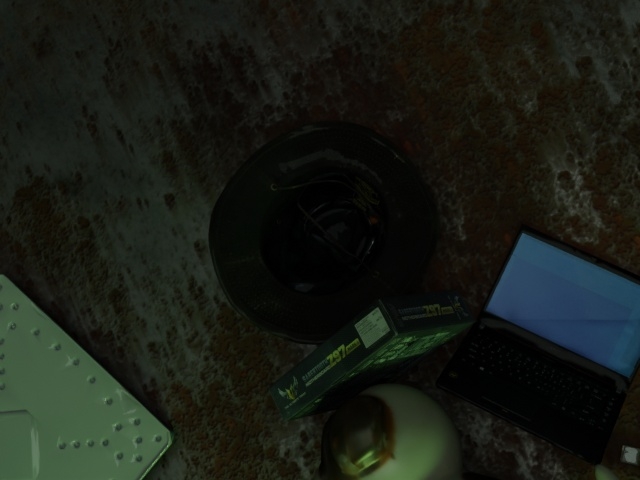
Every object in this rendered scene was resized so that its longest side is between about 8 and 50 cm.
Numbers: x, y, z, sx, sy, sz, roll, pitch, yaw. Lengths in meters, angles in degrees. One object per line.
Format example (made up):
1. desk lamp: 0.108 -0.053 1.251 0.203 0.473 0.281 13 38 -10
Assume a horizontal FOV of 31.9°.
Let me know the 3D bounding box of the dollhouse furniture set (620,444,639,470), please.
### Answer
1. dollhouse furniture set: 0.429 0.272 1.504 0.058 0.076 0.152 11 86 13

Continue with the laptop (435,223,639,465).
1. laptop: 0.320 0.133 1.515 0.234 0.264 0.136 25 125 15

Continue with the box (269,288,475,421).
1. box: 0.069 0.153 1.502 0.232 0.183 0.059 -41 66 34

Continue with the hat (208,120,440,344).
1. hat: 0.000 0.000 1.607 0.331 0.134 0.331 1 73 -4

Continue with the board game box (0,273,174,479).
1. board game box: -0.474 0.318 1.713 0.390 0.050 0.390 40 93 14

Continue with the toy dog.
1. toy dog: 0.154 0.367 1.434 0.408 0.284 0.395 45 118 23
